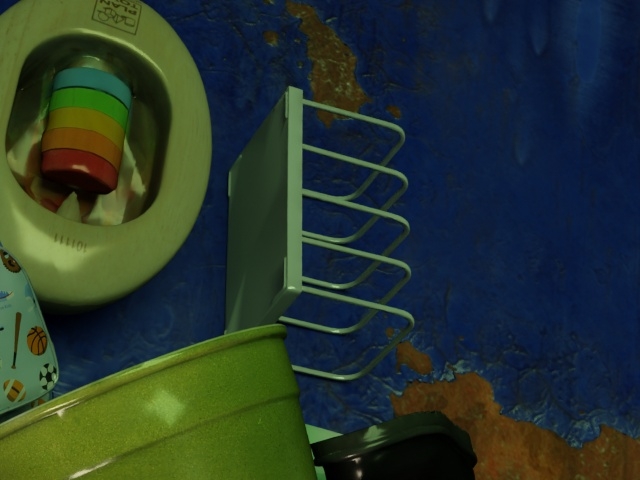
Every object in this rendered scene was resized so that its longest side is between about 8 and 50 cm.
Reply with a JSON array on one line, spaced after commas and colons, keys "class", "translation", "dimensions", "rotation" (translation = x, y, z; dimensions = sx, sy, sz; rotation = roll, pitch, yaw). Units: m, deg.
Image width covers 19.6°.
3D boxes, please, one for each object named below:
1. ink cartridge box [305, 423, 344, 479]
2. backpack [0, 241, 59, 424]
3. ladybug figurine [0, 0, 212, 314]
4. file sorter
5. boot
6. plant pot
[{"class": "ink cartridge box", "translation": [0.061, 0.323, 2.103], "dimensions": [0.224, 0.056, 0.181], "rotation": [16, 55, -14]}, {"class": "backpack", "translation": [-0.409, 0.090, 1.868], "dimensions": [0.276, 0.213, 0.263], "rotation": [-22, 89, -47]}, {"class": "ladybug figurine", "translation": [-0.284, -0.100, 2.132], "dimensions": [0.305, 0.162, 0.449], "rotation": [19, 54, -13]}, {"class": "file sorter", "translation": [0.000, 0.000, 2.190], "dimensions": [0.173, 0.193, 0.278], "rotation": [13, 55, -21]}, {"class": "boot", "translation": [0.122, 0.325, 1.975], "dimensions": [0.348, 0.131, 0.260], "rotation": [24, 47, -62]}, {"class": "plant pot", "translation": [-0.139, 0.315, 1.850], "dimensions": [0.366, 0.366, 0.353], "rotation": [-17, 80, -33]}]
